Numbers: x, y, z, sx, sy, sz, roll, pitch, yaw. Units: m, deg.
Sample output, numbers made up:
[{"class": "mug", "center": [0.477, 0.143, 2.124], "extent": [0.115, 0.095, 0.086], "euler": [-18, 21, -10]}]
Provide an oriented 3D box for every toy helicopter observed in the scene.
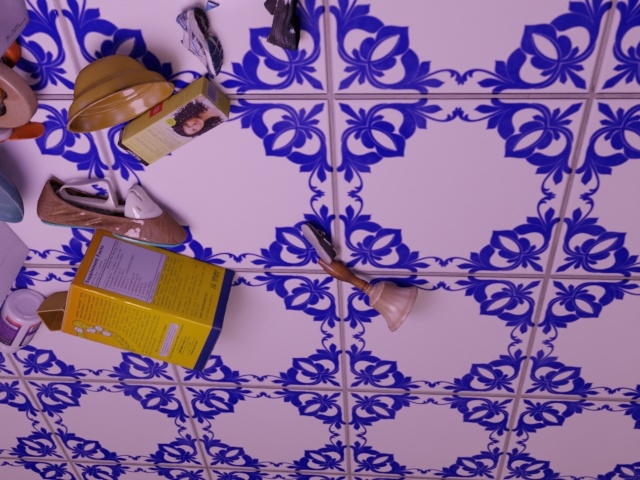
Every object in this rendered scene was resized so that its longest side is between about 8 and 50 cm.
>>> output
[{"class": "toy helicopter", "center": [-0.721, -0.281, 1.429], "extent": [0.354, 0.140, 0.235], "euler": [1, 144, 20]}]

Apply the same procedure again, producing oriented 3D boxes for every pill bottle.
[{"class": "pill bottle", "center": [-0.813, 0.223, 1.907], "extent": [0.108, 0.108, 0.193], "euler": [28, 130, -19]}]

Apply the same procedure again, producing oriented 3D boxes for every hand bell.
[{"class": "hand bell", "center": [0.100, 0.109, 1.718], "extent": [0.242, 0.126, 0.126], "euler": [30, 131, -6]}]

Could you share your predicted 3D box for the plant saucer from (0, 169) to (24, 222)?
[{"class": "plant saucer", "center": [-0.769, -0.147, 1.519], "extent": [0.317, 0.044, 0.318], "euler": [22, 155, 11]}]

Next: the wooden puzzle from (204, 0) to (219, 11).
[{"class": "wooden puzzle", "center": [-0.197, -0.461, 1.248], "extent": [0.078, 0.014, 0.116], "euler": [-9, 132, 15]}]

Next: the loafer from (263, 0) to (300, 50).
[{"class": "loafer", "center": [-0.071, -0.413, 1.250], "extent": [0.061, 0.062, 0.170], "euler": [7, 133, 6]}]

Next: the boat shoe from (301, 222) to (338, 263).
[{"class": "boat shoe", "center": [0.000, 0.000, 1.653], "extent": [0.046, 0.038, 0.125], "euler": [17, 149, 55]}]

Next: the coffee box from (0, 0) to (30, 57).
[{"class": "coffee box", "center": [-0.699, -0.406, 1.251], "extent": [0.297, 0.168, 0.119], "euler": [3, 134, 3]}]

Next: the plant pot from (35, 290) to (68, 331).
[{"class": "plant pot", "center": [-0.680, 0.179, 1.867], "extent": [0.081, 0.083, 0.082], "euler": [-7, 133, 12]}]

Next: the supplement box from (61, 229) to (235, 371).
[{"class": "supplement box", "center": [-0.416, 0.148, 1.733], "extent": [0.356, 0.194, 0.195], "euler": [19, 133, -11]}]

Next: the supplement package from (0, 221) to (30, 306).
[{"class": "supplement package", "center": [-0.852, 0.064, 1.699], "extent": [0.203, 0.194, 0.149], "euler": [-13, 130, 17]}]

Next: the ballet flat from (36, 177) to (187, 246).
[{"class": "ballet flat", "center": [-0.467, -0.075, 1.601], "extent": [0.342, 0.116, 0.124], "euler": [12, 115, 0]}]

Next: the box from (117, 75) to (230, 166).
[{"class": "box", "center": [-0.297, -0.236, 1.436], "extent": [0.232, 0.058, 0.087], "euler": [-24, 138, 27]}]

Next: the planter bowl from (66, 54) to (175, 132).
[{"class": "planter bowl", "center": [-0.395, -0.290, 1.349], "extent": [0.217, 0.217, 0.090], "euler": [-25, 91, 27]}]

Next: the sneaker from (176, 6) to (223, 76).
[{"class": "sneaker", "center": [-0.225, -0.368, 1.324], "extent": [0.058, 0.052, 0.135], "euler": [-1, 130, 24]}]
